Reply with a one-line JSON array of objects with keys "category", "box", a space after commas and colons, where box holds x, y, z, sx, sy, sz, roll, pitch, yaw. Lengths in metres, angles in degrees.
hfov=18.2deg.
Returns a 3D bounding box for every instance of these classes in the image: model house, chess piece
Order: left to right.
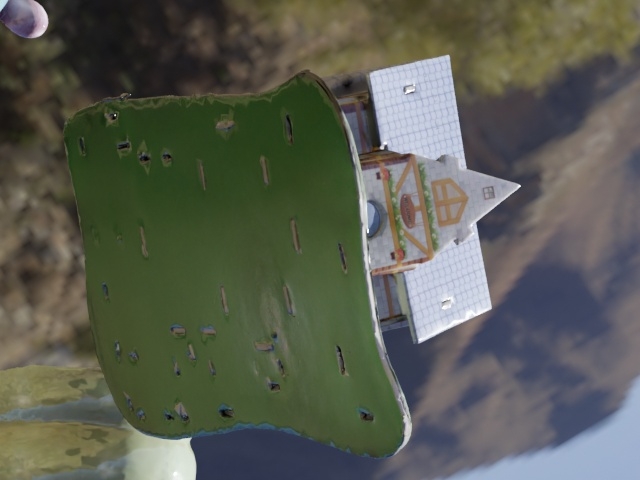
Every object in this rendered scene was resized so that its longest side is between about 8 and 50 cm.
[{"category": "chess piece", "box": [-0.129, 0.194, 1.066, 0.133, 0.243, 0.133, 1, 166, 0]}, {"category": "model house", "box": [0.000, 0.000, 0.635, 0.088, 0.117, 0.167, -14, -175, -35]}]

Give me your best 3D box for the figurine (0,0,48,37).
[{"category": "figurine", "box": [-0.272, -0.210, 1.147, 0.205, 0.260, 0.103, -13, 153, -29]}]
